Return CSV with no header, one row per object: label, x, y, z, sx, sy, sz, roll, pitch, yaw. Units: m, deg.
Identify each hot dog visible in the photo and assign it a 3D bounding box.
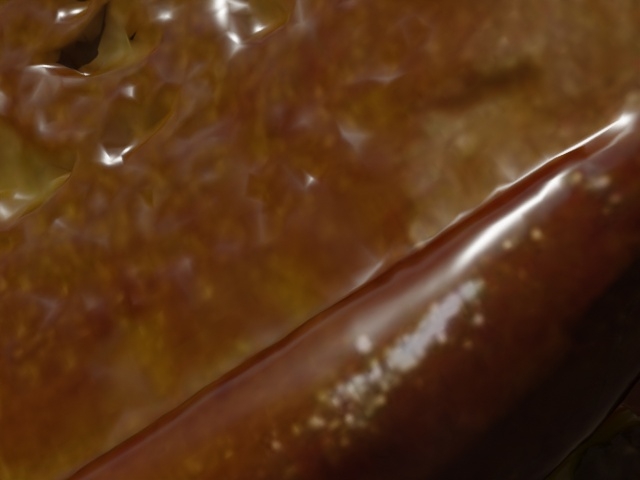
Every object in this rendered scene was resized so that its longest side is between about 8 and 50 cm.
hot dog,0.001,0.000,0.472,0.405,0.223,0.185,-35,-30,17
